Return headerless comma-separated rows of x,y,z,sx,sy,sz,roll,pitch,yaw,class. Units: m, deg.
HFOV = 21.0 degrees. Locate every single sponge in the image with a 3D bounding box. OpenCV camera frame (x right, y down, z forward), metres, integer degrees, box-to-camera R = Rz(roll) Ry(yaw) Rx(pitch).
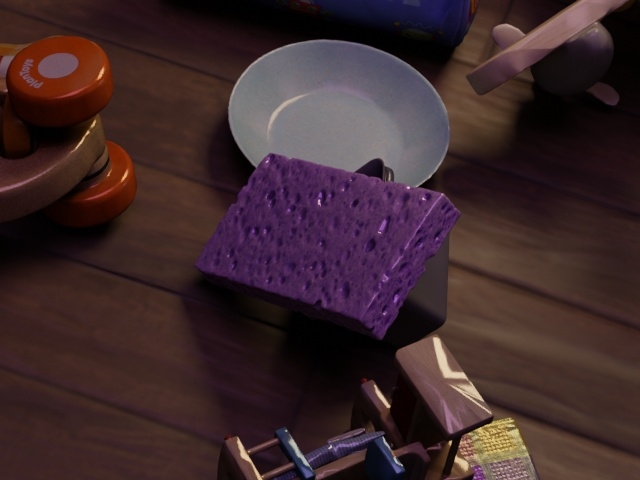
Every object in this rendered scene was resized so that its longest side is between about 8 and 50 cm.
0.000,0.000,1.336,0.210,0.031,0.117,16,68,49,sponge

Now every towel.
0.135,0.174,1.324,0.060,0.009,0.083,-9,54,-17,towel

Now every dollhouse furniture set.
0.018,0.147,1.213,0.129,0.184,0.129,-20,57,-24,dollhouse furniture set

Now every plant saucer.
0.015,-0.095,1.507,0.194,0.037,0.195,5,51,-6,plant saucer

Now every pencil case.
0.001,-0.269,1.591,0.306,0.119,0.133,13,81,0,pencil case

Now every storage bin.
0.049,0.021,1.388,0.091,0.098,0.135,32,43,-27,storage bin

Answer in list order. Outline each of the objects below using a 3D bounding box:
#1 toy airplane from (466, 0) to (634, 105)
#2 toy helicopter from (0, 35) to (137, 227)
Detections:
0.343,-0.266,1.537,0.386,0.272,0.384,-14,27,30,toy airplane
-0.318,-0.129,1.448,0.235,0.140,0.355,-23,47,-15,toy helicopter
